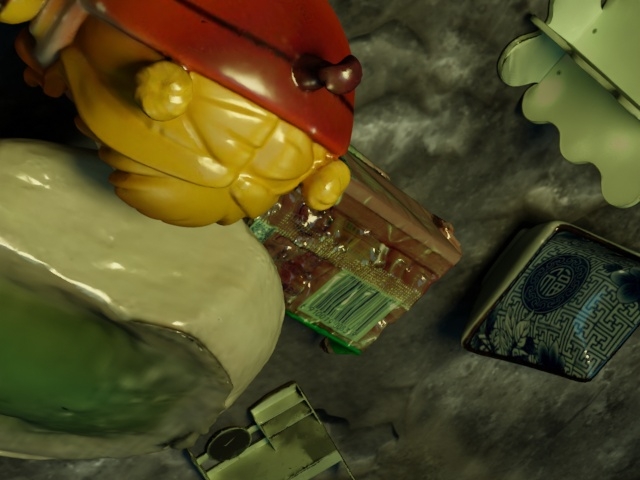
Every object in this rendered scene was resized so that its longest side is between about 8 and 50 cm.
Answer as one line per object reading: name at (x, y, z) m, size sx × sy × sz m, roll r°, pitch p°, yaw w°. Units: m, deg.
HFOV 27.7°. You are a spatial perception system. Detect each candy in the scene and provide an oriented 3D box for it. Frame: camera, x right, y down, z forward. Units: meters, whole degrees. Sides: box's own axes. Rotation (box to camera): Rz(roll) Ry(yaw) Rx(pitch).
candy at (-0.236, 0.066, 1.096) m, size 0.386 × 0.186 × 0.427 m, roll 9°, pitch 145°, yaw -16°

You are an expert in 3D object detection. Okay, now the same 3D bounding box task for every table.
table at (-0.052, 0.262, 1.490) m, size 0.146 × 0.062 × 0.175 m, roll -31°, pitch 138°, yaw -3°
table at (0.292, -0.139, 1.247) m, size 0.166 × 0.198 × 0.166 m, roll -16°, pitch 133°, yaw -18°

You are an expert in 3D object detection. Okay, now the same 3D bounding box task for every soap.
soap at (0.001, 0.001, 1.272) m, size 0.218 × 0.098 × 0.273 m, roll -46°, pitch 134°, yaw 12°

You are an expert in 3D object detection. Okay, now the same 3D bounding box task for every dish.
dish at (0.272, 0.057, 1.487) m, size 0.243 × 0.080 × 0.182 m, roll 18°, pitch 117°, yaw -41°

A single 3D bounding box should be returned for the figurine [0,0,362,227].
figurine at (-0.093, -0.138, 0.939) m, size 0.320 × 0.323 × 0.196 m, roll 25°, pitch 112°, yaw -42°
